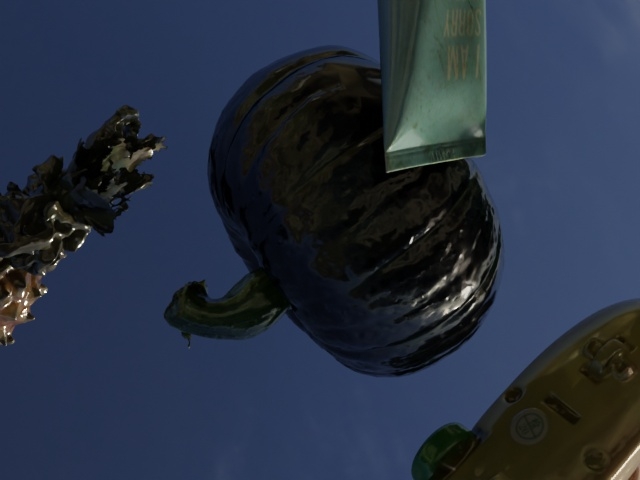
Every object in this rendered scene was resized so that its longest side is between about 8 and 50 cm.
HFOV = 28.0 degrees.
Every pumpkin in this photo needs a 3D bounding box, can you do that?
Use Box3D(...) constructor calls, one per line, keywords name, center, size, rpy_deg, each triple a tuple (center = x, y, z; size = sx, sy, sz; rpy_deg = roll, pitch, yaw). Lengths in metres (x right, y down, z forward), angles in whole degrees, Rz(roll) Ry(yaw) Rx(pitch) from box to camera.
Box3D(name="pumpkin", center=(0.000, 0.000, 0.921), size=(0.248, 0.248, 0.248), rpy_deg=(19, -125, -29))

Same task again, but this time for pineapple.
Box3D(name="pineapple", center=(-0.282, -0.001, 1.118), size=(0.175, 0.361, 0.175), rpy_deg=(39, -149, -29))

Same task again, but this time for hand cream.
Box3D(name="hand cream", center=(0.066, -0.200, 0.777), size=(0.111, 0.070, 0.312), rpy_deg=(-15, -78, -50))

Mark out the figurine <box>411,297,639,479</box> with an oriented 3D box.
Box3D(name="figurine", center=(0.200, 0.184, 1.032), size=(0.324, 0.222, 0.124), rpy_deg=(-47, -125, -9))
